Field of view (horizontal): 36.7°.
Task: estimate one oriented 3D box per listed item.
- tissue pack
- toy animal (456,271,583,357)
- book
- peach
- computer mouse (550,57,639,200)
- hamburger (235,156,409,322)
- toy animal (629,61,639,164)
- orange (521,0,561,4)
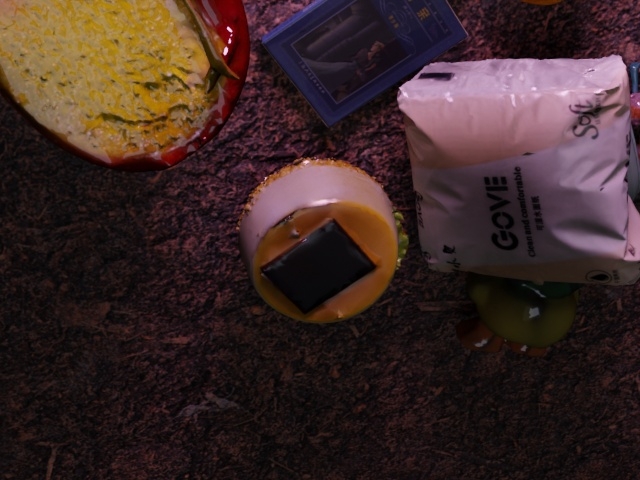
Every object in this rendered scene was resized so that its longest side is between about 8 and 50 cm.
[{"bbox_3d":[0.317,-0.106,1.519,0.390,0.195,0.375,0,122,28],"label":"tissue pack"},{"bbox_3d":[0.382,0.082,1.737,0.216,0.191,0.338,6,124,-13],"label":"toy animal"},{"bbox_3d":[0.070,-0.315,1.497,0.269,0.025,0.191,-31,124,14],"label":"book"},{"bbox_3d":[-0.280,-0.300,1.280,0.335,0.310,0.406,-38,116,13],"label":"peach"},{"bbox_3d":[0.455,-0.179,1.594,0.097,0.159,0.288,-33,124,-23],"label":"computer mouse"},{"bbox_3d":[0.000,0.000,1.626,0.276,0.179,0.294,-38,120,15],"label":"hamburger"},{"bbox_3d":[0.553,-0.199,1.620,0.103,0.100,0.208,10,127,26],"label":"toy animal"},{"bbox_3d":[0.323,-0.420,1.406,0.155,0.134,0.154,-3,103,-12],"label":"orange"}]
